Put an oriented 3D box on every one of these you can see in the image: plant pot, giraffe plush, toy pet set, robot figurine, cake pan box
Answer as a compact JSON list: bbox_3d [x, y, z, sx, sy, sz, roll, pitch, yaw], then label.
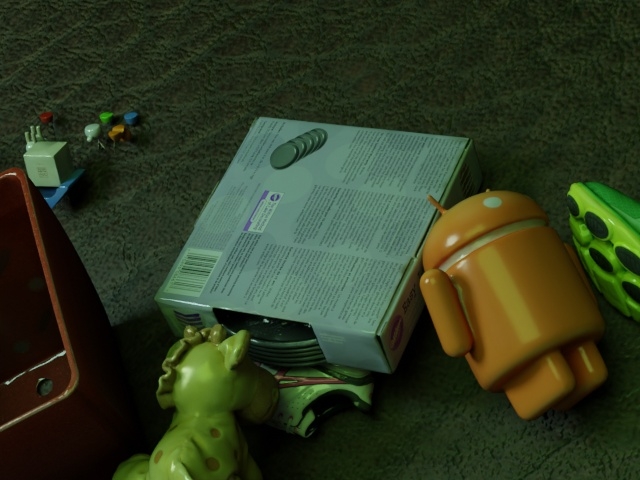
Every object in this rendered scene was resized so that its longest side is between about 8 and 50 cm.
[{"bbox_3d":[-0.315,0.141,1.615,0.267,0.236,0.267,-28,54,9],"label":"plant pot"},{"bbox_3d":[-0.103,0.168,1.520,0.181,0.210,0.170,3,70,28],"label":"giraffe plush"},{"bbox_3d":[-0.271,-0.088,1.839,0.122,0.065,0.114,2,31,22],"label":"toy pet set"},{"bbox_3d":[0.170,0.049,1.498,0.158,0.128,0.219,-25,71,-3],"label":"robot figurine"},{"bbox_3d":[0.000,0.000,1.614,0.245,0.070,0.267,5,51,28],"label":"cake pan box"}]

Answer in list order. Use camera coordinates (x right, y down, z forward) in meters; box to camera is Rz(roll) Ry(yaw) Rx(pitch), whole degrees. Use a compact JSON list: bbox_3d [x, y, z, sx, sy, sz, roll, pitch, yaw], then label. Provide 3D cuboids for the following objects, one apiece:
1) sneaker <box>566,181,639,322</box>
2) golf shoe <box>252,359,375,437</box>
[{"bbox_3d":[0.345,0.022,1.482,0.295,0.109,0.123,29,53,36],"label":"sneaker"},{"bbox_3d":[-0.039,0.149,1.593,0.186,0.067,0.086,-18,60,15],"label":"golf shoe"}]
